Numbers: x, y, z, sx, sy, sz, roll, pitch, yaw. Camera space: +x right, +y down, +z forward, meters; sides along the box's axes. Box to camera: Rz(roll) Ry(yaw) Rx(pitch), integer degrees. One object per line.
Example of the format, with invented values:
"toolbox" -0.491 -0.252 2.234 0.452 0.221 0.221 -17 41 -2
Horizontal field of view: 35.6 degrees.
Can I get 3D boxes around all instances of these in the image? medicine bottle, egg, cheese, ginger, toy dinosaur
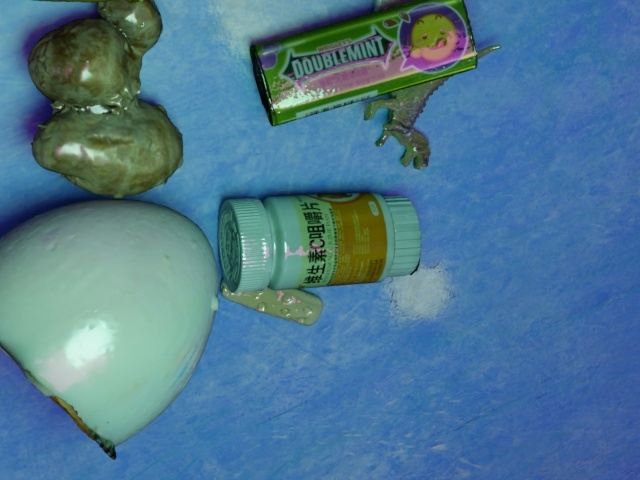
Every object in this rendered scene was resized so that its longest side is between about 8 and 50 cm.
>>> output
"medicine bottle" 0.000 0.000 1.663 0.318 0.158 0.158 -3 112 -21
"egg" -0.311 0.086 1.483 0.340 0.354 0.354 -46 120 -18
"cheese" -0.085 0.099 1.735 0.194 0.043 0.065 23 100 -28
"ginger" -0.315 -0.214 1.455 0.245 0.155 0.304 -15 112 -35
"toy dinosaur" 0.164 -0.246 1.681 0.200 0.072 0.251 15 103 -29

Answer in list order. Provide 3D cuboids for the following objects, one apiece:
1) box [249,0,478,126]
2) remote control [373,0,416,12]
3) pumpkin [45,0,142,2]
"box" 0.067 -0.288 1.576 0.346 0.097 0.134 -16 98 -6
"remote control" 0.129 -0.397 1.627 0.088 0.029 0.190 -6 113 -19
"pumpkin" -0.346 -0.432 1.296 0.303 0.256 0.225 4 99 11
